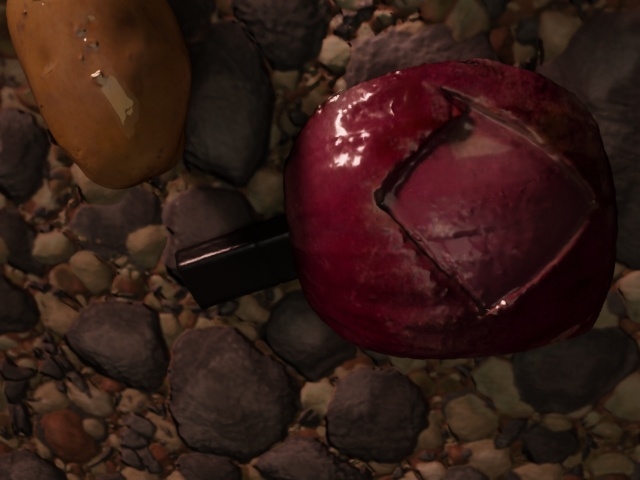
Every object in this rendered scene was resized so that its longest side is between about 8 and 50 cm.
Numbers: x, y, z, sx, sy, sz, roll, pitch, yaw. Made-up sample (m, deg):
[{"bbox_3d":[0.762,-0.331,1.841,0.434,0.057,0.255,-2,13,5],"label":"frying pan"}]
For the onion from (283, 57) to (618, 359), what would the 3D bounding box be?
[{"bbox_3d":[0.096,0.002,0.665,0.250,0.111,0.248,-3,127,6],"label":"onion"}]

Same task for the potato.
[{"bbox_3d":[-0.148,-0.124,0.640,0.109,0.118,0.178,-27,104,-20],"label":"potato"}]

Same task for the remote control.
[{"bbox_3d":[0.000,0.000,0.747,0.245,0.025,0.063,-19,121,15],"label":"remote control"}]
